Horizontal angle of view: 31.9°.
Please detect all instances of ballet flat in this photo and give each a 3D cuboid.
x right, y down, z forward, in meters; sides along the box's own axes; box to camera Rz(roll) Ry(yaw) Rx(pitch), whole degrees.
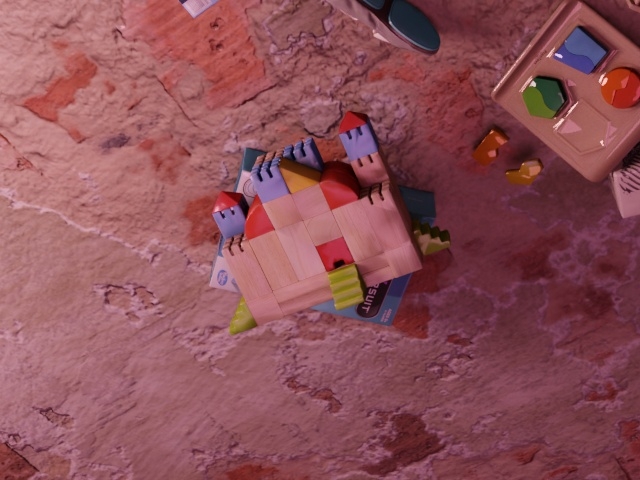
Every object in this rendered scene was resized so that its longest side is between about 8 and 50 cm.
[{"bbox_3d":[0.087,-0.345,1.700,0.213,0.072,0.068,33,148,-21],"label":"ballet flat"}]

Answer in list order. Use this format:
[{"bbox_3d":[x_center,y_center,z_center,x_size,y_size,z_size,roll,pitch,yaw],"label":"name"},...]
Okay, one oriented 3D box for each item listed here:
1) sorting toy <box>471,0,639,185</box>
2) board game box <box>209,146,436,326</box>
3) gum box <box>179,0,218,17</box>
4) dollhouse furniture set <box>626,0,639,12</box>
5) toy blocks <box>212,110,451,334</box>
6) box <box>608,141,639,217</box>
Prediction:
[{"bbox_3d":[0.384,-0.196,1.762,0.229,0.041,0.307,40,121,4],"label":"sorting toy"},{"bbox_3d":[0.000,0.000,1.937,0.336,0.079,0.254,13,126,-8],"label":"board game box"},{"bbox_3d":[-0.120,-0.406,1.573,0.157,0.184,0.041,-31,120,21],"label":"gum box"},{"bbox_3d":[0.532,-0.287,1.653,0.161,0.182,0.101,18,125,-13],"label":"dollhouse furniture set"},{"bbox_3d":[-0.018,-0.038,1.775,0.381,0.191,0.261,-20,110,13],"label":"toy blocks"},{"bbox_3d":[0.608,-0.129,1.815,0.275,0.113,0.094,-15,123,10],"label":"box"}]
